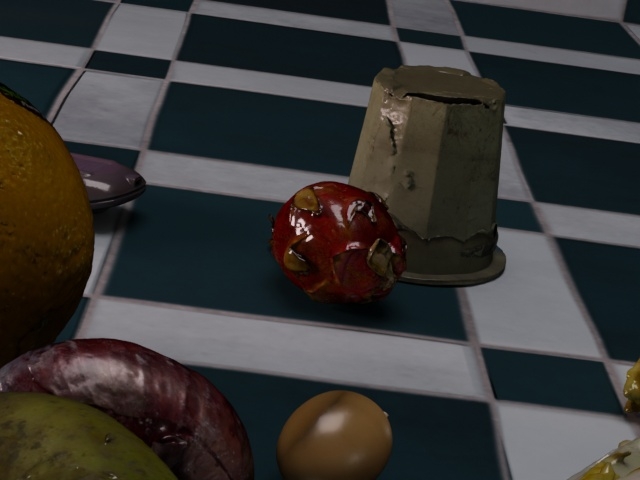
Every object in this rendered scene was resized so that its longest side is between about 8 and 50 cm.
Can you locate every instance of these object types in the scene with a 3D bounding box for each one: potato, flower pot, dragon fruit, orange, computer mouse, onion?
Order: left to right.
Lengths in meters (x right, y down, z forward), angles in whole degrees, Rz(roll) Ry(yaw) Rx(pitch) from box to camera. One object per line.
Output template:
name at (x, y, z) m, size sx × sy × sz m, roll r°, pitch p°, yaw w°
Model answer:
orange at (-0.315, -0.007, 1.254) m, size 0.274 × 0.274 × 0.274 m, roll 8°, pitch 19°, yaw -3°
computer mouse at (-0.306, -0.066, 1.733) m, size 0.232 × 0.057 × 0.120 m, roll 11°, pitch 16°, yaw 12°
potato at (-0.164, 0.178, 0.997) m, size 0.251 × 0.113 × 0.149 m, roll 22°, pitch 59°, yaw 41°
onion at (-0.140, 0.122, 1.145) m, size 0.206 × 0.098 × 0.151 m, roll 15°, pitch 27°, yaw -23°
dragon fruit at (0.000, 0.000, 1.623) m, size 0.125 × 0.125 × 0.246 m, roll -14°, pitch 9°, yaw -19°
flower pot at (0.113, -0.075, 1.734) m, size 0.212 × 0.202 × 0.212 m, roll 6°, pitch 23°, yaw -2°

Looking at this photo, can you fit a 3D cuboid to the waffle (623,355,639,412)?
waffle at (0.360, 0.139, 1.436) m, size 0.160 × 0.055 × 0.211 m, roll 18°, pitch 22°, yaw 24°

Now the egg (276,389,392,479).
egg at (0.008, 0.156, 1.200) m, size 0.080 × 0.080 × 0.096 m, roll 19°, pitch 18°, yaw 27°

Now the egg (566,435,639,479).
egg at (0.229, 0.215, 1.015) m, size 0.206 × 0.162 × 0.271 m, roll -30°, pitch -7°, yaw -11°
